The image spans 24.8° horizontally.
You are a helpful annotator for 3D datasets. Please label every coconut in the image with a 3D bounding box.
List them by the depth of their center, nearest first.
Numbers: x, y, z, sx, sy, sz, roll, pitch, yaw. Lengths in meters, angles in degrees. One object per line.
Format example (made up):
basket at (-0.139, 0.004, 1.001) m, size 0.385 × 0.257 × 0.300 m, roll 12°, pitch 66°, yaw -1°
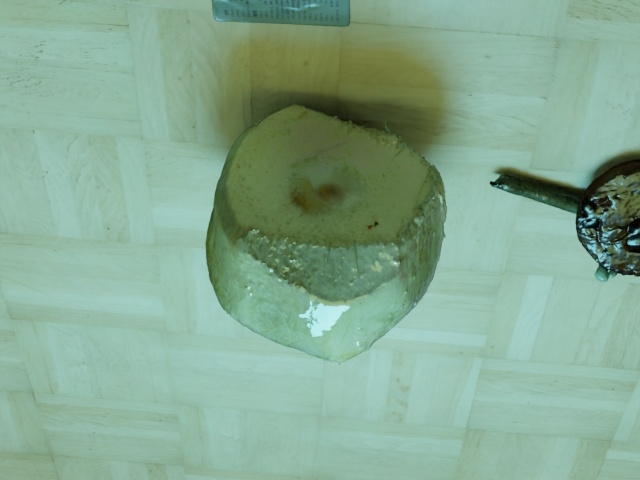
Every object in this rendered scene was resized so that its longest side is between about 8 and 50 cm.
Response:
coconut at (0.000, 0.000, 1.792) m, size 0.297 × 0.297 × 0.254 m, roll 4°, pitch 144°, yaw 3°

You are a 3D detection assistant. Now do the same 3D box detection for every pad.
pad at (-0.048, -0.320, 1.564) m, size 0.159 × 0.009 × 0.265 m, roll 2°, pitch 147°, yaw 4°

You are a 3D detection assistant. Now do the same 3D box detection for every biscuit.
biscuit at (0.423, -0.027, 1.869) m, size 0.192 × 0.049 × 0.192 m, roll -1°, pitch 133°, yaw -1°

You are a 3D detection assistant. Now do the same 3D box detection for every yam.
yam at (0.283, -0.062, 1.883) m, size 0.129 × 0.027 × 0.033 m, roll 16°, pitch -176°, yaw -18°

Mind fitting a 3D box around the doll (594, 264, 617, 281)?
doll at (0.410, 0.014, 1.961) m, size 0.083 × 0.050 × 0.076 m, roll -3°, pitch 132°, yaw 14°
